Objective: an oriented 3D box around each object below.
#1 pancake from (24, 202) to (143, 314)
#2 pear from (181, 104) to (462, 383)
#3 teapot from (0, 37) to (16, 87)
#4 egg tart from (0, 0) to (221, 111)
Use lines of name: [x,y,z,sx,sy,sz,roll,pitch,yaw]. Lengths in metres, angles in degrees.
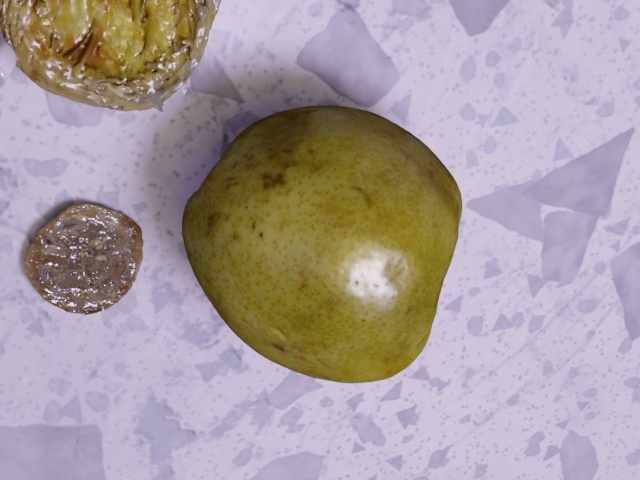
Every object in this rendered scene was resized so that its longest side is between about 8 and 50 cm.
pancake: [-0.269,0.021,1.182,0.139,0.022,0.139,-9,118,-17]
pear: [0.000,0.000,1.124,0.304,0.304,0.304,-8,117,-17]
teapot: [-0.424,-0.109,0.995,0.298,0.139,0.204,-39,119,1]
egg tart: [-0.209,-0.252,1.037,0.231,0.098,0.252,-15,115,-7]
